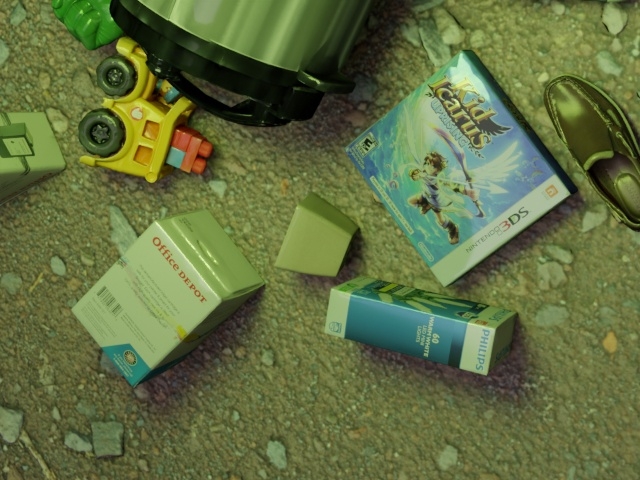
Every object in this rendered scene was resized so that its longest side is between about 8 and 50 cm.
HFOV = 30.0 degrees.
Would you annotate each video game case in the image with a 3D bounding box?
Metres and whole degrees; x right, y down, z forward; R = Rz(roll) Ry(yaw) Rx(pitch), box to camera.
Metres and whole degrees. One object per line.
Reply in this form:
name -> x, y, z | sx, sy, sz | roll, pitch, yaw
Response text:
video game case -> 0.207, -0.107, 1.801 | 0.244, 0.061, 0.269 | -39, 82, 23

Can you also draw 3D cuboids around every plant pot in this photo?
plant pot -> 0.000, 0.000, 1.888 | 0.096, 0.109, 0.109 | 23, 107, 5

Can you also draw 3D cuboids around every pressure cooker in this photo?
pressure cooker -> -0.104, -0.385, 1.712 | 0.376, 0.370, 0.420 | 19, 112, -18

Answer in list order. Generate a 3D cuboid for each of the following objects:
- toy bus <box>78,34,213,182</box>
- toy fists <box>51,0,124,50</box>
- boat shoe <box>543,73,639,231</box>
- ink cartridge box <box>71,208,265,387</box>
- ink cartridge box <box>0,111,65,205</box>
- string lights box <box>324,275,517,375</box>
toy bus -> -0.266, -0.202, 1.954 | 0.212, 0.149, 0.220 | 20, 104, 6
toy fists -> -0.385, -0.441, 1.916 | 0.142, 0.096, 0.279 | -26, 81, 23
boat shoe -> 0.402, -0.128, 1.693 | 0.095, 0.095, 0.257 | -39, 82, 24
ink cartridge box -> -0.248, 0.090, 1.968 | 0.233, 0.168, 0.171 | -43, 81, 23
ink cartridge box -> -0.600, -0.127, 2.030 | 0.198, 0.273, 0.114 | -25, 86, 24
string lights box -> 0.153, 0.126, 1.820 | 0.260, 0.133, 0.076 | 12, 102, 21
